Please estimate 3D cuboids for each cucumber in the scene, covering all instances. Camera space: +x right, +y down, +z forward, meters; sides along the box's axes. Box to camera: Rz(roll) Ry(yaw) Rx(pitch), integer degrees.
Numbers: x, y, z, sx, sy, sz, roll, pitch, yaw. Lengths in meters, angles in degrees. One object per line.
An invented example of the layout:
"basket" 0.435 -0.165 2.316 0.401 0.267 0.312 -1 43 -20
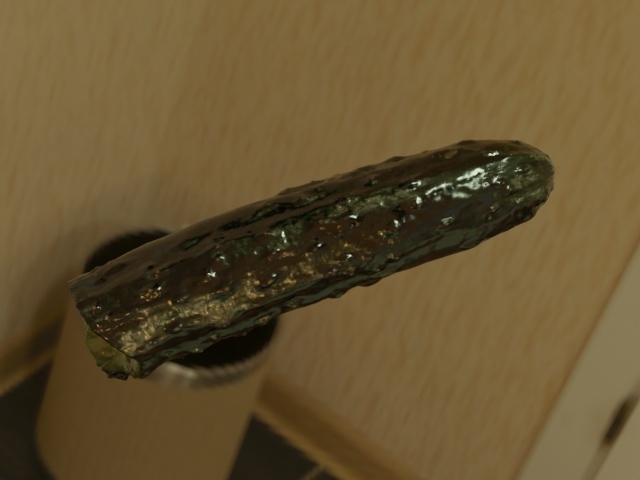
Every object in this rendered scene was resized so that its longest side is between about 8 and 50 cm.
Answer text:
"cucumber" 0.000 0.000 1.103 0.303 0.081 0.072 -22 59 -6
